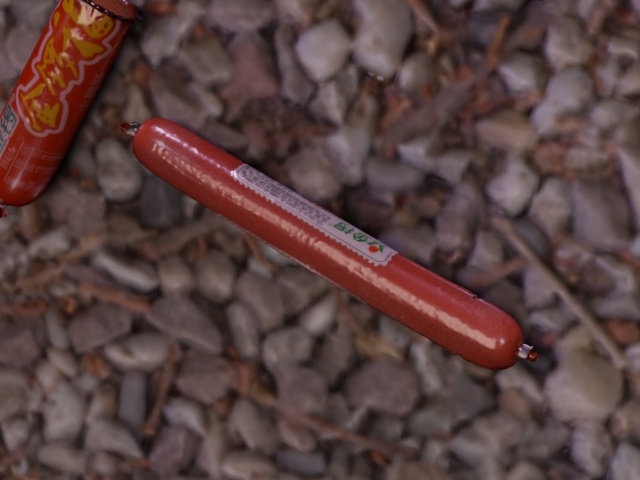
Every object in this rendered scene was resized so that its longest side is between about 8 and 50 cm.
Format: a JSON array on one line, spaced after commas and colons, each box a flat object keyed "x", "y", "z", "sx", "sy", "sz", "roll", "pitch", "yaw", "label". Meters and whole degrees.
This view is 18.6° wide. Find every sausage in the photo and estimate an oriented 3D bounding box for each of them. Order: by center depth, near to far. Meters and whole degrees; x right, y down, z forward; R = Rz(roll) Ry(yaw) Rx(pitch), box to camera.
[{"x": 0.000, "y": 0.000, "z": 1.003, "sx": 0.253, "sy": 0.034, "sz": 0.034, "roll": 30, "pitch": 109, "yaw": 14, "label": "sausage"}, {"x": -0.148, "y": -0.072, "z": 1.046, "sx": 0.050, "sy": 0.048, "sz": 0.145, "roll": 22, "pitch": 114, "yaw": -23, "label": "sausage"}]
